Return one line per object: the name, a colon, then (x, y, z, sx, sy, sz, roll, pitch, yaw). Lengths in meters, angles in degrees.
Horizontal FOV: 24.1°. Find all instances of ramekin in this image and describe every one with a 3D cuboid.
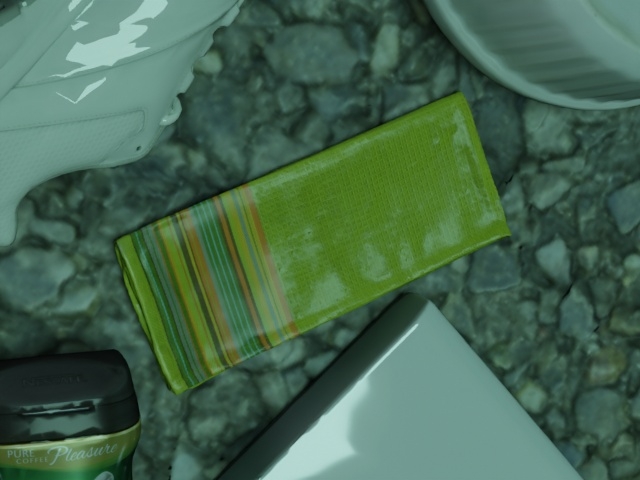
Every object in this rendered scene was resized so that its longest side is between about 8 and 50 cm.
ramekin: (0.187, -0.205, 0.850, 0.273, 0.127, 0.273, -4, 101, -21)

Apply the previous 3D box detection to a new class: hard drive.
hard drive: (0.086, 0.236, 0.962, 0.233, 0.047, 0.353, -45, 113, -8)

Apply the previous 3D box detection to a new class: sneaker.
sneaker: (-0.110, -0.118, 0.802, 0.297, 0.111, 0.129, -37, 127, -7)

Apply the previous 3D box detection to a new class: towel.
towel: (0.000, 0.000, 0.898, 0.237, 0.021, 0.102, -24, 109, -16)

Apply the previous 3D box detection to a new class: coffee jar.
coffee jar: (-0.145, 0.153, 0.837, 0.096, 0.079, 0.184, -4, 102, -13)
